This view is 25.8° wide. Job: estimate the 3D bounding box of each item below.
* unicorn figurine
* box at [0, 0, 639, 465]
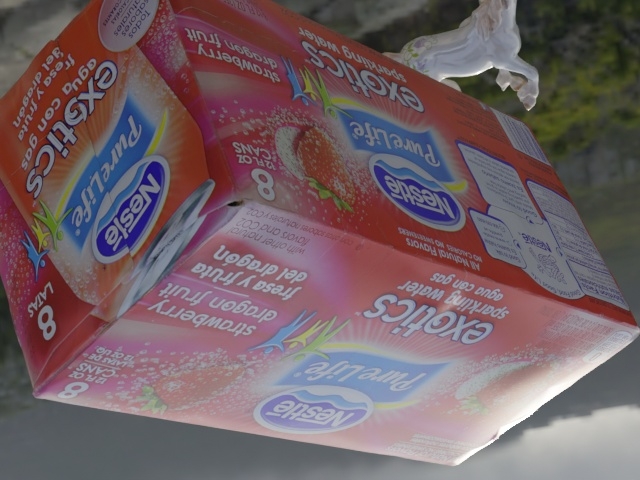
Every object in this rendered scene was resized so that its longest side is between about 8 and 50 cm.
[{"bbox_3d":[0.114,-0.140,1.018,0.162,0.060,0.111,-27,133,7],"label":"unicorn figurine"},{"bbox_3d":[0.000,0.000,0.579,0.122,0.128,0.257,-41,144,27],"label":"box"}]
